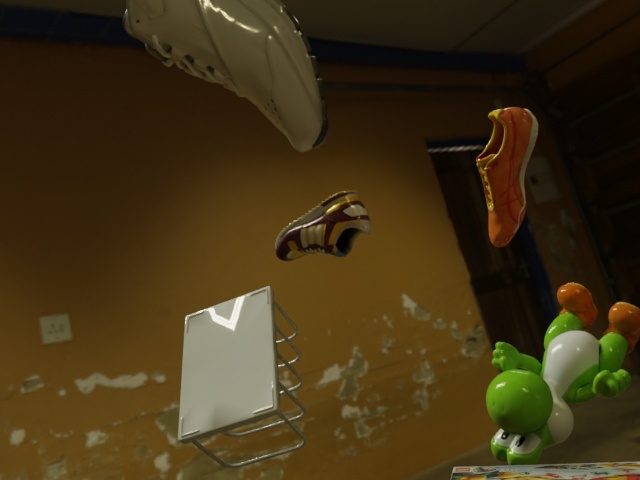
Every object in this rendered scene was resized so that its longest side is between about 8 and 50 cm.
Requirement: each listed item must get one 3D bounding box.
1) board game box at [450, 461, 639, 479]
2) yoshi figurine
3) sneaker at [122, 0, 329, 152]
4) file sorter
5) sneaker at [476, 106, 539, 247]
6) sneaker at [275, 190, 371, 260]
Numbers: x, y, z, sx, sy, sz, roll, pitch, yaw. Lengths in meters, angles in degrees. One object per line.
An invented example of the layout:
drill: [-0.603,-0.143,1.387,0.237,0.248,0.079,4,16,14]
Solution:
board game box: [0.308,0.318,0.804,0.305,0.053,0.193,-7,-5,14]
yoshi figurine: [0.417,0.231,1.180,0.362,0.203,0.203,-48,-1,-20]
sneaker: [-0.101,-0.195,0.621,0.129,0.297,0.111,-37,-4,-5]
file sorter: [-0.140,0.270,1.288,0.193,0.277,0.173,-21,-47,13]
sneaker: [0.222,-0.078,0.828,0.067,0.175,0.064,0,13,-9]
sneaker: [0.000,0.000,1.047,0.069,0.084,0.185,2,-32,-47]
